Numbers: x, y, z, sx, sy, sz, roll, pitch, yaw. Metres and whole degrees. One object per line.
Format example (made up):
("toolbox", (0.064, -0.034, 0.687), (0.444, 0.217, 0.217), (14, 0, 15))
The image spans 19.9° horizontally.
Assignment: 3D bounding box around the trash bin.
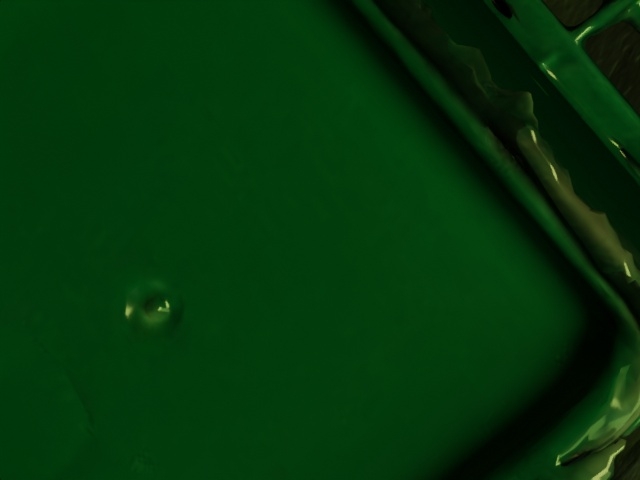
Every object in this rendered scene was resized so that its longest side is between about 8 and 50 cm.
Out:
("trash bin", (0.000, 0.000, 0.580), (0.295, 0.259, 0.381), (-40, 178, 8))
